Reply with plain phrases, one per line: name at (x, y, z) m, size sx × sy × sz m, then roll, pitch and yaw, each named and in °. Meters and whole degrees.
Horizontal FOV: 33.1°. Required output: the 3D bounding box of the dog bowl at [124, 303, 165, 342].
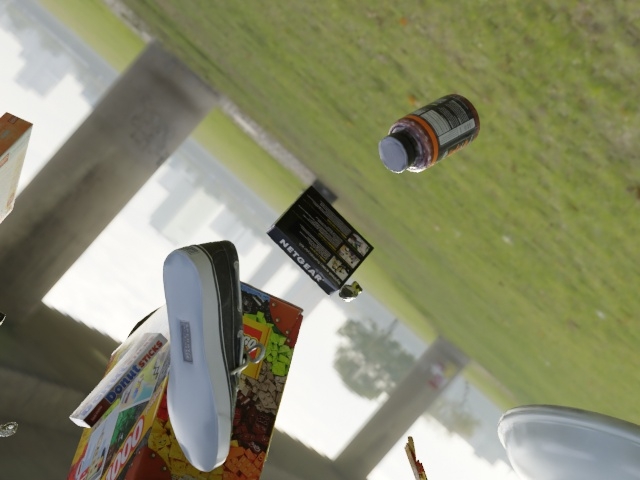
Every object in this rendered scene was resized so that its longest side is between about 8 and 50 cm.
dog bowl at (-0.262, 0.283, 2.241) m, size 0.349 × 0.349 × 0.102 m, roll 42°, pitch 162°, yaw -12°

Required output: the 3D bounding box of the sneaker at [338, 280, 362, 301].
sneaker at (0.050, 0.099, 1.949) m, size 0.031 × 0.035 × 0.083 m, roll 49°, pitch -159°, yaw 11°

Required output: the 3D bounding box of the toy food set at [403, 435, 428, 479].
toy food set at (0.154, 0.360, 1.720) m, size 0.083 × 0.020 × 0.082 m, roll -110°, pitch 0°, yaw -64°

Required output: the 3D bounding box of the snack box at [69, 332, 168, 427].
snack box at (-0.309, 0.213, 1.653) m, size 0.022 × 0.178 × 0.064 m, roll 49°, pitch 154°, yaw -19°

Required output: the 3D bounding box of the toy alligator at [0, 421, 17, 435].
toy alligator at (-0.443, 0.245, 1.338) m, size 0.189 × 0.056 × 0.051 m, roll 2°, pitch 112°, yaw 31°

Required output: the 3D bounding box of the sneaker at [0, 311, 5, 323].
sneaker at (-0.659, 0.094, 1.924) m, size 0.081 × 0.090 × 0.232 m, roll 21°, pitch 150°, yaw 43°

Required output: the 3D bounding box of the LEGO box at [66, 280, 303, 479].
LEGO box at (-0.255, 0.317, 1.825) m, size 0.193 × 0.372 × 0.500 m, roll 25°, pitch 148°, yaw -17°

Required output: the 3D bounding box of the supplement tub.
supplement tub at (0.197, -0.192, 1.981) m, size 0.106 × 0.198 × 0.106 m, roll 30°, pitch 135°, yaw 35°

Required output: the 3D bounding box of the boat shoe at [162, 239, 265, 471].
boat shoe at (-0.140, 0.150, 1.424) m, size 0.105 × 0.306 × 0.113 m, roll -14°, pitch -168°, yaw -43°

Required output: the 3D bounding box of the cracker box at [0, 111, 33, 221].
cracker box at (-0.660, -0.124, 2.164) m, size 0.067 × 0.232 × 0.156 m, roll 25°, pitch -146°, yaw -2°

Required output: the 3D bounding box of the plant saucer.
plant saucer at (0.434, 0.378, 1.572) m, size 0.400 × 0.100 × 0.400 m, roll 24°, pitch 158°, yaw 10°

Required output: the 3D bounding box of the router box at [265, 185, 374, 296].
router box at (0.000, 0.000, 2.082) m, size 0.179 × 0.133 × 0.046 m, roll 45°, pitch 144°, yaw -4°
